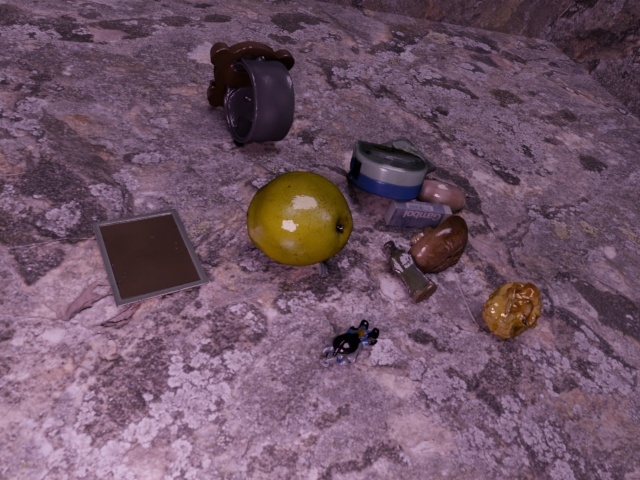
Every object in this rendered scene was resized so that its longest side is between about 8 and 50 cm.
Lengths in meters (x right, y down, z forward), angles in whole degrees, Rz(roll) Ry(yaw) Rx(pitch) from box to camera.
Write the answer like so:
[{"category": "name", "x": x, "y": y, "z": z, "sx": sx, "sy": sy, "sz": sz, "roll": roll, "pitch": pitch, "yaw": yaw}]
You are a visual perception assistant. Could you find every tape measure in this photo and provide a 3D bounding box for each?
[{"category": "tape measure", "x": 0.228, "y": -0.241, "z": 1.549, "sx": 0.259, "sy": 0.138, "sz": 0.262, "roll": 11, "pitch": 21, "yaw": -1}]

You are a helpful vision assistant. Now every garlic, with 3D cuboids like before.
[{"category": "garlic", "x": 0.474, "y": -0.162, "z": 1.667, "sx": 0.267, "sy": 0.128, "sz": 0.148, "roll": 19, "pitch": 56, "yaw": -15}]

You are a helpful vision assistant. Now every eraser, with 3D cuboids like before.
[{"category": "eraser", "x": 0.332, "y": -0.086, "z": 1.536, "sx": 0.213, "sy": 0.092, "sz": 0.046, "roll": 5, "pitch": 48, "yaw": -14}]

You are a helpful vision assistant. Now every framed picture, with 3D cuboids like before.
[{"category": "framed picture", "x": -0.459, "y": 0.037, "z": 1.211, "sx": 0.232, "sy": 0.019, "sz": 0.296, "roll": -13, "pitch": 53, "yaw": -29}]

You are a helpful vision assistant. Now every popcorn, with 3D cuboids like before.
[{"category": "popcorn", "x": 0.551, "y": 0.195, "z": 1.298, "sx": 0.180, "sy": 0.180, "sz": 0.170, "roll": -5, "pitch": 17, "yaw": -22}]

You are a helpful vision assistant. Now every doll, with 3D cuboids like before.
[{"category": "doll", "x": 0.072, "y": 0.263, "z": 1.140, "sx": 0.096, "sy": 0.070, "sz": 0.195, "roll": 29, "pitch": 37, "yaw": 31}]

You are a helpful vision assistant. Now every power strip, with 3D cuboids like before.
[{"category": "power strip", "x": 0.343, "y": -0.346, "z": 1.803, "sx": 0.198, "sy": 0.064, "sz": 0.213, "roll": -21, "pitch": 58, "yaw": -33}]

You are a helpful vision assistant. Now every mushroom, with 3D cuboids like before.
[{"category": "mushroom", "x": 0.398, "y": -0.011, "z": 1.446, "sx": 0.286, "sy": 0.151, "sz": 0.156, "roll": -30, "pitch": 64, "yaw": -37}]

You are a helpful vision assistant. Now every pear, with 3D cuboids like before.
[{"category": "pear", "x": -0.054, "y": -0.061, "z": 1.257, "sx": 0.294, "sy": 0.294, "sz": 0.294, "roll": 9, "pitch": 46, "yaw": -10}]

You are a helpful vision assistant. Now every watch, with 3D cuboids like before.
[{"category": "watch", "x": -0.237, "y": -0.497, "z": 1.622, "sx": 0.314, "sy": 0.335, "sz": 0.326, "roll": -8, "pitch": 70, "yaw": -32}]

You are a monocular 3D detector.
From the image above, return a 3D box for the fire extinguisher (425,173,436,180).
[{"category": "fire extinguisher", "x": 0.395, "y": -0.250, "z": 1.749, "sx": 0.100, "sy": 0.032, "sz": 0.046, "roll": 8, "pitch": 44, "yaw": -25}]

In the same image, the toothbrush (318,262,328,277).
[{"category": "toothbrush", "x": -0.005, "y": -0.002, "z": 1.393, "sx": 0.028, "sy": 0.026, "sz": 0.294, "roll": 18, "pitch": 42, "yaw": -28}]

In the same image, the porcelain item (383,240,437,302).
[{"category": "porcelain item", "x": 0.256, "y": 0.085, "z": 1.366, "sx": 0.081, "sy": 0.069, "sz": 0.215, "roll": -34, "pitch": 58, "yaw": -1}]
